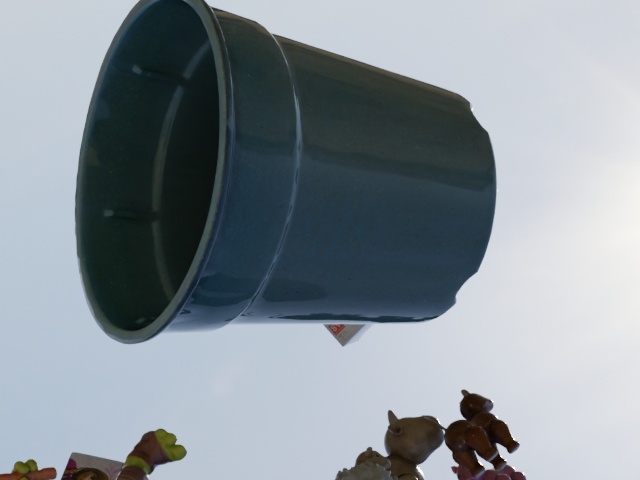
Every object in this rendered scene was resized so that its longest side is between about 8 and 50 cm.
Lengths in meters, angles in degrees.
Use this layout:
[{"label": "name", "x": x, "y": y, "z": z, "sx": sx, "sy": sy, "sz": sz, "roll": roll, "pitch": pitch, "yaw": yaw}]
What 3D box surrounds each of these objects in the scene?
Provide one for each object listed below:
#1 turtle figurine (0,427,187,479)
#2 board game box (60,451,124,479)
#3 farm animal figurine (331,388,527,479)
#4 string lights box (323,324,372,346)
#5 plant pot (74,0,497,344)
[{"label": "turtle figurine", "x": -0.182, "y": 0.289, "z": 1.341, "sx": 0.217, "sy": 0.269, "sz": 0.087, "roll": -41, "pitch": 173, "yaw": -47}, {"label": "board game box", "x": -0.279, "y": 0.448, "z": 1.518, "sx": 0.065, "sy": 0.318, "sz": 0.319, "roll": 11, "pitch": -142, "yaw": 3}, {"label": "farm animal figurine", "x": 0.114, "y": 0.328, "z": 1.917, "sx": 0.326, "sy": 0.330, "sz": 0.172, "roll": -28, "pitch": -122, "yaw": -23}, {"label": "string lights box", "x": 0.000, "y": 0.000, "z": 1.931, "sx": 0.133, "sy": 0.260, "sz": 0.076, "roll": -45, "pitch": 168, "yaw": 15}, {"label": "plant pot", "x": -0.028, "y": -0.055, "z": 1.443, "sx": 0.334, "sy": 0.341, "sz": 0.341, "roll": 7, "pitch": -177, "yaw": -31}]
